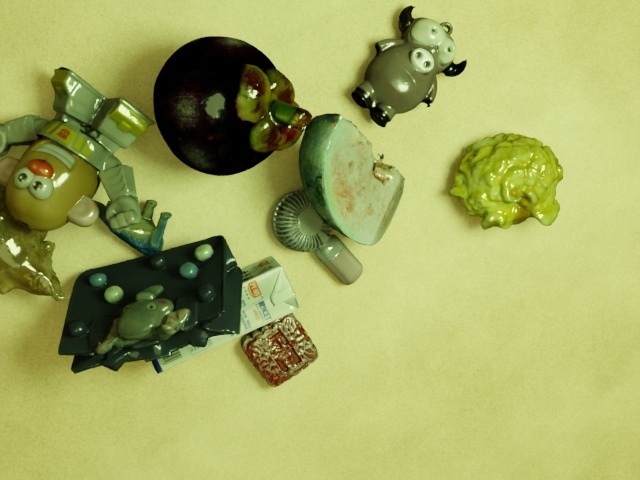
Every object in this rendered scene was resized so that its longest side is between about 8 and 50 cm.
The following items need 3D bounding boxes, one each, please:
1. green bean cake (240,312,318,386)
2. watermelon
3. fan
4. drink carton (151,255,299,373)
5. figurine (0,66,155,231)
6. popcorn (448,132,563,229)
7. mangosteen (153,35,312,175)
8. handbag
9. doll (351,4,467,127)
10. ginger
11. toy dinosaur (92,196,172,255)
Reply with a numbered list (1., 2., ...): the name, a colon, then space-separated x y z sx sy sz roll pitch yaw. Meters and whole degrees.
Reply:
1. green bean cake: -0.087 0.232 1.584 0.136 0.056 0.135 -35 103 -5
2. watermelon: 0.033 -0.108 1.465 0.322 0.175 0.188 41 72 -44
3. fan: 0.000 0.000 1.564 0.130 0.074 0.244 -46 111 -14
4. drink carton: -0.210 0.144 1.504 0.315 0.130 0.106 -24 105 -8
5. figurine: -0.467 -0.148 1.359 0.343 0.167 0.284 26 79 28
6. popcorn: 0.400 -0.117 1.578 0.235 0.181 0.216 -30 106 0
7. mangosteen: -0.153 -0.243 1.363 0.302 0.275 0.274 12 98 27
8. handbag: -0.314 0.122 1.371 0.326 0.269 0.118 -16 127 6
9. doll: 0.182 -0.360 1.523 0.257 0.117 0.182 -44 100 -1
10. ginger: -0.589 0.019 1.401 0.270 0.123 0.218 38 72 -19
11. toy dinosaur: -0.389 0.005 1.479 0.248 0.075 0.188 10 110 -16
